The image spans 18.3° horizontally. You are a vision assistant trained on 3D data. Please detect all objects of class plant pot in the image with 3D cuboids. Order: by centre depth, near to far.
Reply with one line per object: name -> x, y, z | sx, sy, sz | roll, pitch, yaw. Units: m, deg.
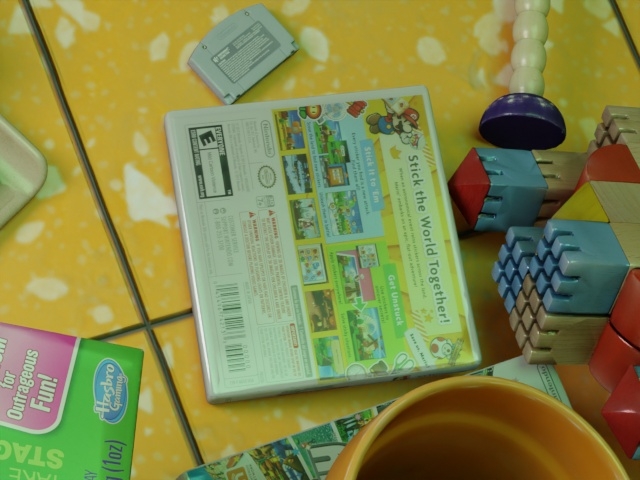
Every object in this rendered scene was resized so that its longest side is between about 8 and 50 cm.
plant pot -> 0.074, 0.210, 1.262 | 0.205, 0.188, 0.205 | 8, 66, -19

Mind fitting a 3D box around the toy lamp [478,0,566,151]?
toy lamp -> 0.173, -0.210, 1.635 | 0.080, 0.080, 0.274 | 15, 67, -16

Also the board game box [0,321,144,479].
board game box -> -0.272, 0.153, 1.144 | 0.316, 0.064, 0.242 | 12, 64, -17

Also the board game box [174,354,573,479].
board game box -> 0.063, 0.231, 1.412 | 0.303, 0.097, 0.224 | -17, 76, -25

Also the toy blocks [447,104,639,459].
toy blocks -> 0.252, 0.026, 1.469 | 0.261, 0.190, 0.381 | 2, 41, -19

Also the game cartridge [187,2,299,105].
game cartridge -> -0.062, -0.147, 1.552 | 0.083, 0.017, 0.056 | -41, 92, -29

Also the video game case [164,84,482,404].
video game case -> 0.000, 0.000, 1.492 | 0.206, 0.026, 0.227 | -7, 72, -11

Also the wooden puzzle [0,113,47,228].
wooden puzzle -> -0.341, -0.049, 1.389 | 0.221, 0.044, 0.238 | 43, 62, -2
